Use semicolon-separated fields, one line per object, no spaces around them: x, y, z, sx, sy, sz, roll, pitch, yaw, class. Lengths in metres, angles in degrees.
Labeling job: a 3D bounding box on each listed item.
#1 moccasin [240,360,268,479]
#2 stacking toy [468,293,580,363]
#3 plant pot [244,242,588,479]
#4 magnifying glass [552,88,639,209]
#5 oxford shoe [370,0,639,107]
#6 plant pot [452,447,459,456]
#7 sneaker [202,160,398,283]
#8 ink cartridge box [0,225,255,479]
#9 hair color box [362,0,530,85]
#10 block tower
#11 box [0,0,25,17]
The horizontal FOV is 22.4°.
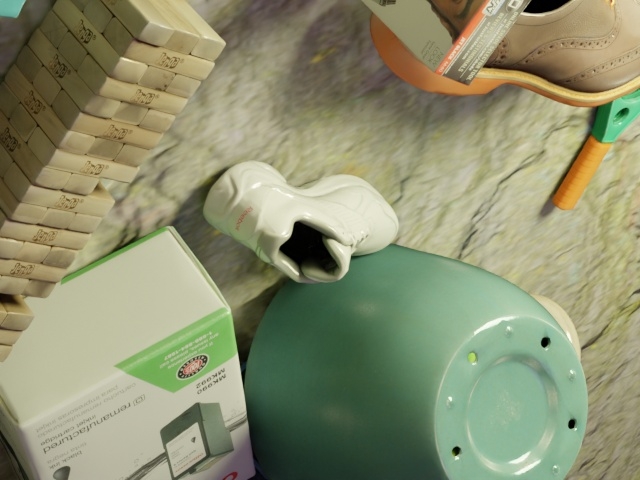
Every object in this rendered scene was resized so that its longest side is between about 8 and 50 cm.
-0.047;0.295;1.674;0.137;0.117;0.342;-8;108;-42;moccasin
0.133;0.128;1.763;0.330;0.141;0.141;2;128;-42;stacking toy
0.110;0.151;1.542;0.293;0.235;0.293;-2;94;-33;plant pot
0.315;-0.129;1.736;0.092;0.026;0.231;-4;133;-43;magnifying glass
0.220;-0.203;1.424;0.363;0.130;0.133;-10;156;-39;oxford shoe
0.099;0.298;1.846;0.207;0.228;0.227;-38;146;-15;plant pot
0.000;0.000;1.479;0.232;0.115;0.090;4;127;-48;sneaker
-0.182;0.154;1.470;0.211;0.121;0.289;-29;146;-17;ink cartridge box
0.080;-0.210;1.264;0.053;0.167;0.093;10;122;-51;hair color box
-0.205;-0.061;1.217;0.091;0.097;0.335;11;120;-52;block tower
-0.282;-0.206;0.996;0.244;0.060;0.100;0;130;-46;box
